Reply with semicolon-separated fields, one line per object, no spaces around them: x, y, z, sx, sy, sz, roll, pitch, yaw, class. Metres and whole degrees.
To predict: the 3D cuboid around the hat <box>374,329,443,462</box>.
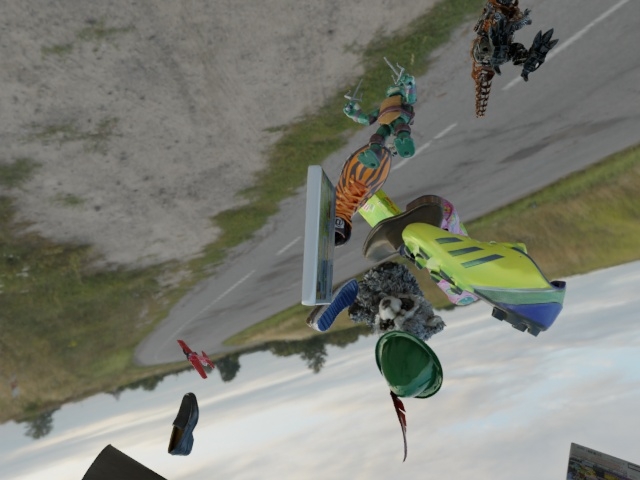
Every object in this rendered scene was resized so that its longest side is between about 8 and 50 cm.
0.165;0.327;1.244;0.183;0.208;0.173;-27;139;-48;hat

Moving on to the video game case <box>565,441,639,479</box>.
0.704;0.576;1.339;0.201;0.023;0.183;14;-163;25;video game case

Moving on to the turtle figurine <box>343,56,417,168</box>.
0.137;-0.258;1.108;0.118;0.234;0.175;26;142;-30;turtle figurine

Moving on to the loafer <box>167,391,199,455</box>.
-0.375;0.502;1.514;0.062;0.170;0.061;-5;164;36;loafer

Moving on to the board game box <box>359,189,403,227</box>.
0.187;-0.078;1.668;0.043;0.181;0.092;-22;156;-45;board game box

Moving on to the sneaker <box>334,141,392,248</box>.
0.077;-0.092;1.416;0.321;0.124;0.180;-56;-167;35;sneaker

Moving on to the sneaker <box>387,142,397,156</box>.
0.204;-0.240;1.474;0.032;0.037;0.083;15;177;-20;sneaker

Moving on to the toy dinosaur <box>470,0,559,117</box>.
0.435;-0.468;1.337;0.164;0.322;0.218;-16;-155;-7;toy dinosaur

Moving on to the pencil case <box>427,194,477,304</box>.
0.293;0.028;1.268;0.124;0.124;0.284;-19;131;21;pencil case

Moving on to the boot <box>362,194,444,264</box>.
0.154;0.008;1.083;0.082;0.106;0.219;26;135;-22;boot

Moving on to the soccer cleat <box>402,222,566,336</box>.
0.257;0.038;0.867;0.121;0.289;0.093;-59;-169;-4;soccer cleat

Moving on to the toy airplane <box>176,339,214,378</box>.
-0.349;0.338;1.584;0.028;0.151;0.151;-41;173;-3;toy airplane

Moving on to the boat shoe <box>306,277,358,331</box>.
0.028;0.158;1.443;0.066;0.066;0.183;5;-142;45;boat shoe

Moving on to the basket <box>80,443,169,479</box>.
-0.420;0.591;1.243;0.227;0.154;0.204;22;-153;1;basket

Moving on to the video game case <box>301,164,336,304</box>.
0.000;0.000;0.984;0.026;0.227;0.206;2;174;9;video game case

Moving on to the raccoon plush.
0.293;0.230;1.599;0.446;0.299;0.216;17;109;-39;raccoon plush
